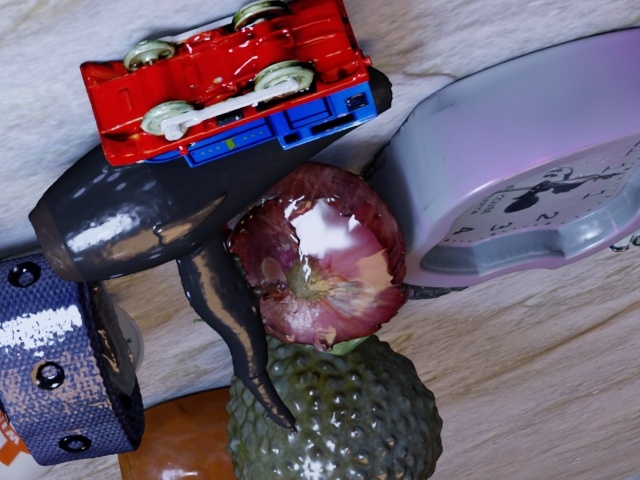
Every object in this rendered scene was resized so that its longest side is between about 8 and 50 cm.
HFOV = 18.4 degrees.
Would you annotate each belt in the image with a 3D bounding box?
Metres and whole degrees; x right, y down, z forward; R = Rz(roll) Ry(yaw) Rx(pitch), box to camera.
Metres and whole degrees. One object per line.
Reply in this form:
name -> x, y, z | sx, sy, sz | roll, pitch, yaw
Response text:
belt -> -0.240, 0.106, 1.758 | 0.126, 0.140, 0.230 | -13, 136, 3

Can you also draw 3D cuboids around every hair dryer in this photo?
hair dryer -> -0.051, 0.022, 1.647 | 0.303, 0.120, 0.359 | -27, 130, -6

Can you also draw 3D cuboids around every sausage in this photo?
sausage -> -0.108, 0.250, 2.335 | 0.268, 0.141, 0.153 | -10, 159, -22

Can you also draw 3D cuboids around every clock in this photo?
clock -> 0.212, -0.070, 1.812 | 0.338, 0.102, 0.338 | -17, 161, -6

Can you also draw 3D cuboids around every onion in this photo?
onion -> 0.000, 0.000, 1.758 | 0.184, 0.184, 0.147 | -38, -165, 44

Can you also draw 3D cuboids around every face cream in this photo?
face cream -> -0.284, 0.171, 2.023 | 0.102, 0.102, 0.345 | -6, 156, -31

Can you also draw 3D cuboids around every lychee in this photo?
lychee -> 0.006, 0.220, 2.166 | 0.255, 0.274, 0.255 | -38, -173, 6

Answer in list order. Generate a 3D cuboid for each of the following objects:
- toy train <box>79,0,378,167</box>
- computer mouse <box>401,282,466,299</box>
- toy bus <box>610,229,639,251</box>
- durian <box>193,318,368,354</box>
toy train -> -0.063, -0.112, 1.471 | 0.204, 0.083, 0.131 | -19, 161, 2
computer mouse -> 0.116, 0.027, 2.048 | 0.192, 0.062, 0.106 | -21, 160, 3
toy bus -> 0.367, -0.065, 1.994 | 0.194, 0.087, 0.089 | -18, 151, 4
durian -> -0.019, 0.040, 1.920 | 0.137, 0.095, 0.220 | -47, 149, 23
